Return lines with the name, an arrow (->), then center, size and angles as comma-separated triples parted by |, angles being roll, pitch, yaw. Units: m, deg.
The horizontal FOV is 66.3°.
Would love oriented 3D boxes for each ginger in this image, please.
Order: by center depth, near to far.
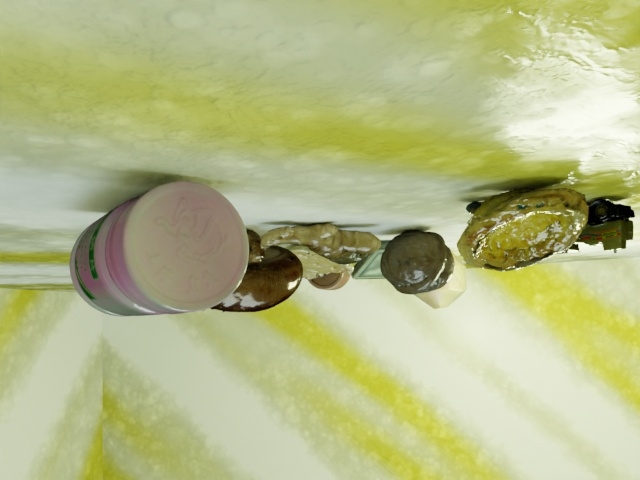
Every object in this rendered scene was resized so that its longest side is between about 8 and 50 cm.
ginger -> 0.000, 0.000, 1.273 | 0.334, 0.081, 0.148 | 10, 166, -36

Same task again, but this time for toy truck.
toy truck -> 0.634, -0.024, 1.233 | 0.127, 0.127, 0.257 | 1, 174, -38

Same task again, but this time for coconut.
coconut -> 0.514, 0.176, 2.147 | 0.260, 0.259, 0.259 | -4, 172, 0

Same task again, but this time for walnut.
walnut -> 0.289, 0.063, 1.455 | 0.225, 0.224, 0.224 | -4, 172, 0

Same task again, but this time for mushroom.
mushroom -> -0.232, 0.091, 1.370 | 0.345, 0.238, 0.345 | 22, 174, 2

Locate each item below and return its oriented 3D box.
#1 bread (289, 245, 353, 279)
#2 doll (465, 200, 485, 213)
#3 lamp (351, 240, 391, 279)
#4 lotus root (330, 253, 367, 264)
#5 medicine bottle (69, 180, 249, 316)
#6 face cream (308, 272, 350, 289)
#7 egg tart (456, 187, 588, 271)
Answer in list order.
bread -> -0.018, 0.067, 1.660 | 0.251, 0.038, 0.181 | -7, 138, 18
doll -> 0.386, -0.076, 1.081 | 0.125, 0.027, 0.037 | -5, 164, 14
lamp -> 0.272, 0.074, 1.777 | 0.269, 0.047, 0.266 | 0, 154, -17
lotus root -> 0.077, 0.029, 1.491 | 0.113, 0.088, 0.192 | -6, 175, -31
medicine bottle -> -0.296, 0.028, 0.864 | 0.212, 0.211, 0.326 | 3, 171, -38
face cream -> 0.029, 0.107, 1.787 | 0.149, 0.149, 0.104 | -6, 172, 19
egg tart -> 0.409, -0.036, 1.029 | 0.291, 0.107, 0.290 | -6, 147, -4
